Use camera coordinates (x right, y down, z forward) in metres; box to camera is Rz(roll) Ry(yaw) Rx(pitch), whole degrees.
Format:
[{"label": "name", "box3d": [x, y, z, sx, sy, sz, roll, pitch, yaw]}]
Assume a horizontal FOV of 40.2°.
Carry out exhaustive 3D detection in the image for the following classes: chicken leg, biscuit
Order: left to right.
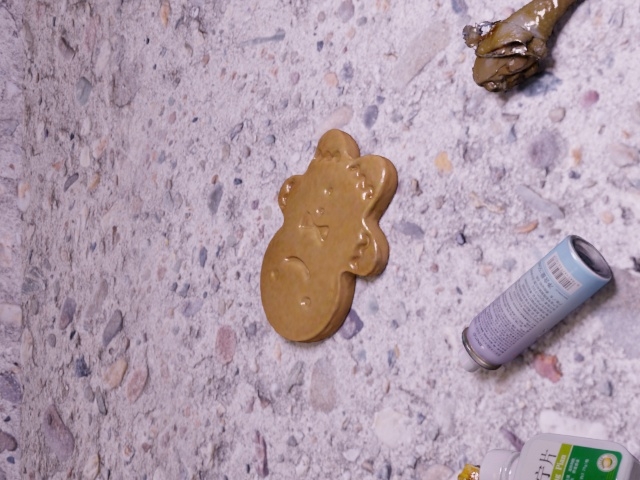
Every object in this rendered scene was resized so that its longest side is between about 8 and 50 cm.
[{"label": "biscuit", "box3d": [-0.002, 0.000, 1.434, 0.275, 0.052, 0.354, 44, 114, 43]}, {"label": "chicken leg", "box3d": [0.273, -0.281, 1.161, 0.196, 0.080, 0.125, -37, 45, 37]}]

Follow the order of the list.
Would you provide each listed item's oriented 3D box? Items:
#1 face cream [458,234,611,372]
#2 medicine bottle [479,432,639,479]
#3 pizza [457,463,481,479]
[{"label": "face cream", "box3d": [0.260, 0.090, 1.111, 0.229, 0.075, 0.075, -47, 52, 32]}, {"label": "medicine bottle", "box3d": [0.282, 0.291, 1.032, 0.183, 0.069, 0.119, -2, 60, 44]}, {"label": "pizza", "box3d": [0.213, 0.353, 1.142, 0.178, 0.041, 0.130, -31, 60, 41]}]
